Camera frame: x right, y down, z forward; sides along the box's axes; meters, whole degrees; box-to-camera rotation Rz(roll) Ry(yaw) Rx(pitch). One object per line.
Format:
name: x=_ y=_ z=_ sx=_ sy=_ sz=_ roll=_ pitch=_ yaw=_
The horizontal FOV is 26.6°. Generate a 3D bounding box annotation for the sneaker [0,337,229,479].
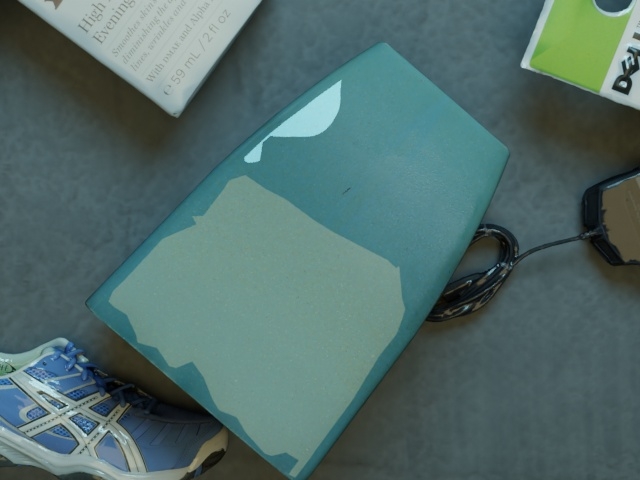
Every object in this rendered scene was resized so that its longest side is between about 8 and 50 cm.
sneaker: x=-0.165 y=0.115 z=0.915 sx=0.211 sy=0.080 sz=0.081 roll=9 pitch=103 yaw=-5

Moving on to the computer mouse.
computer mouse: x=0.175 y=-0.001 z=0.930 sx=0.242 sy=0.041 sz=0.071 roll=-19 pitch=92 yaw=9

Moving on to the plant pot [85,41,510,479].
plant pot: x=0.000 y=0.000 z=0.858 sx=0.165 sy=0.166 sz=0.234 roll=41 pitch=90 yaw=-2

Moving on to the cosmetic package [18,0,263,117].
cosmetic package: x=-0.149 y=-0.194 z=0.857 sx=0.231 sy=0.085 sz=0.117 roll=35 pitch=97 yaw=-9

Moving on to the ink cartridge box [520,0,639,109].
ink cartridge box: x=0.274 y=-0.155 z=0.872 sx=0.255 sy=0.097 sz=0.189 roll=20 pitch=99 yaw=-4
